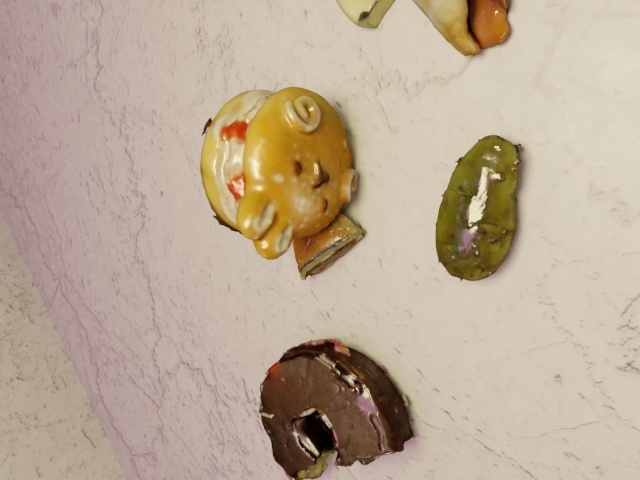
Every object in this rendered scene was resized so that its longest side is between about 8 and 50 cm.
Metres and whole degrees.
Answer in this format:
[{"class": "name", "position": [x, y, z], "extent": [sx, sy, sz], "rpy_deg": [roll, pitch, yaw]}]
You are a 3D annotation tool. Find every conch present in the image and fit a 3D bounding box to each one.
[{"class": "conch", "position": [0.181, -0.398, 0.695], "extent": [0.158, 0.127, 0.255], "rpy_deg": [-21, 109, 12]}]

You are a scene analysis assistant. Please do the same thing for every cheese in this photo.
[{"class": "cheese", "position": [0.041, -0.489, 0.817], "extent": [0.255, 0.050, 0.127], "rpy_deg": [55, 128, 17]}]

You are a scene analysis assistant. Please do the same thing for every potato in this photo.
[{"class": "potato", "position": [0.238, -0.045, 0.720], "extent": [0.117, 0.090, 0.225], "rpy_deg": [15, 106, 21]}]

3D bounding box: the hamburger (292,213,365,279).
[{"class": "hamburger", "position": [-0.006, -0.003, 0.936], "extent": [0.176, 0.087, 0.102], "rpy_deg": [-43, 73, 40]}]

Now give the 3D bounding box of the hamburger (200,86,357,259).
[{"class": "hamburger", "position": [-0.069, -0.118, 0.827], "extent": [0.186, 0.302, 0.261], "rpy_deg": [12, 138, 41]}]

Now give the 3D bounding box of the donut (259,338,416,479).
[{"class": "donut", "position": [0.007, 0.333, 0.969], "extent": [0.345, 0.136, 0.259], "rpy_deg": [-41, 71, 37]}]
